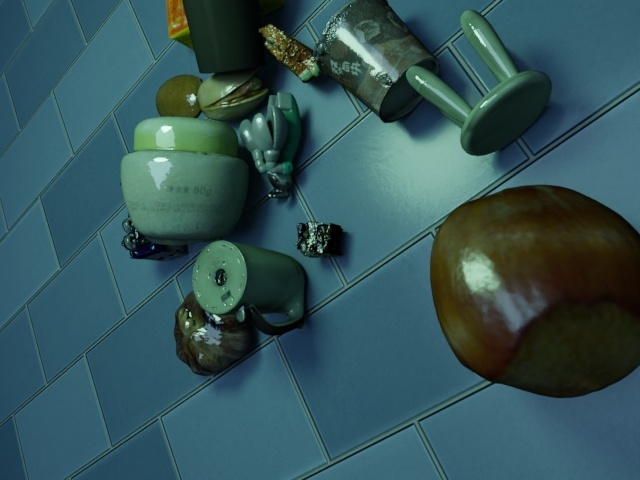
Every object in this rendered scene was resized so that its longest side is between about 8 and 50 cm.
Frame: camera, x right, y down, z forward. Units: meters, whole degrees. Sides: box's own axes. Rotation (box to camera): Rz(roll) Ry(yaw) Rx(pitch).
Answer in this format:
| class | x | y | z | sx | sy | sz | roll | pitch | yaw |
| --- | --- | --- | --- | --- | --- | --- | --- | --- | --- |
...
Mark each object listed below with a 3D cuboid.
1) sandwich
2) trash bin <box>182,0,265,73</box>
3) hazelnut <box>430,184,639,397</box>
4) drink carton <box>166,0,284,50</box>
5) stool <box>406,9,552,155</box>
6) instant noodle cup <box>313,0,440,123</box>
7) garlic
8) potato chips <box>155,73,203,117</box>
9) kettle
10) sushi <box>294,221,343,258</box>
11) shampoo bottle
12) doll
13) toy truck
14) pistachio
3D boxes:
| class | x | y | z | sx | sy | sz | roll | pitch | yaw |
| --- | --- | --- | --- | --- | --- | --- | --- | --- | --- |
| sandwich | -0.064 | -0.452 | 1.294 | 0.235 | 0.159 | 0.079 | 45 | 111 | 34 |
| trash bin | -0.249 | -0.598 | 1.299 | 0.214 | 0.214 | 0.334 | 11 | 119 | 33 |
| hazelnut | 0.361 | 0.083 | 0.879 | 0.365 | 0.365 | 0.367 | -4 | 83 | 32 |
| drink carton | -0.277 | -0.689 | 1.489 | 0.351 | 0.111 | 0.155 | -12 | 80 | 31 |
| stool | 0.311 | -0.301 | 1.024 | 0.195 | 0.195 | 0.199 | -42 | 64 | 22 |
| instant noodle cup | 0.130 | -0.390 | 1.148 | 0.217 | 0.217 | 0.207 | -47 | 70 | 20 |
| garlic | -0.301 | 0.241 | 1.380 | 0.244 | 0.160 | 0.245 | -3 | 84 | 31 |
| potato chips | -0.437 | -0.438 | 1.605 | 0.201 | 0.049 | 0.151 | 13 | 97 | 27 |
| kettle | -0.146 | 0.119 | 1.235 | 0.165 | 0.255 | 0.241 | -39 | 64 | 20 |
| sushi | 0.001 | 0.000 | 1.247 | 0.094 | 0.098 | 0.085 | 1 | 84 | 35 |
| shampoo bottle | -0.346 | -0.148 | 1.354 | 0.322 | 0.322 | 0.318 | 2 | 92 | 33 |
| doll | -0.118 | -0.245 | 1.314 | 0.195 | 0.153 | 0.259 | -39 | 58 | 54 |
| toy truck | -0.485 | -0.082 | 1.539 | 0.124 | 0.155 | 0.268 | -15 | 74 | 30 |
| pistachio | -0.243 | -0.398 | 1.424 | 0.215 | 0.143 | 0.144 | -13 | 78 | 33 |
